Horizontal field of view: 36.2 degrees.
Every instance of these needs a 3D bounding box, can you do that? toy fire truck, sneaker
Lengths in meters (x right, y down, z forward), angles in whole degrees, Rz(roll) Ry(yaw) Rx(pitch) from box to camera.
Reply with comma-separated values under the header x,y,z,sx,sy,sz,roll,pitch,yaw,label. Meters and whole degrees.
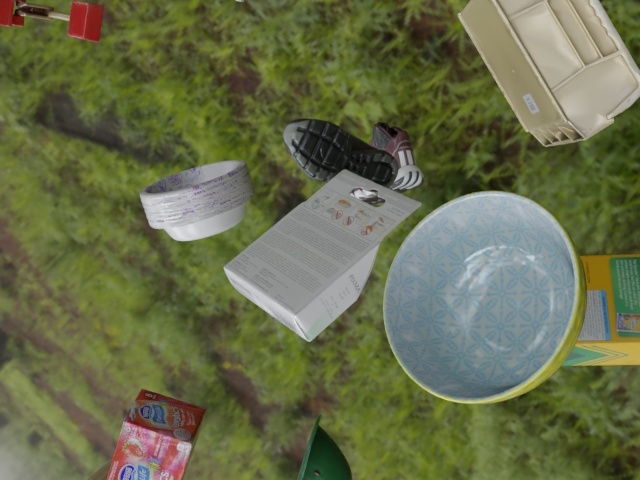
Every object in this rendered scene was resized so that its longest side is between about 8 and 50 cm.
x,y,z,sx,sy,sz,roll,pitch,yaw,label
-0.380,-0.297,1.257,0.135,0.047,0.192,-1,-164,-43,toy fire truck
0.020,-0.152,1.731,0.267,0.101,0.106,22,-171,-45,sneaker
0.126,-0.174,2.173,0.281,0.106,0.162,-19,76,56,sneaker

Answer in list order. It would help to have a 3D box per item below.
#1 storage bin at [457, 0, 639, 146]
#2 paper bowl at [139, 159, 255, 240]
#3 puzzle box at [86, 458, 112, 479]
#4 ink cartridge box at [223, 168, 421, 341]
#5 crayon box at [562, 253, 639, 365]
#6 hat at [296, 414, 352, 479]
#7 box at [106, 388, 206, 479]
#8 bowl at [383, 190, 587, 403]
x,y,z,sx,sy,sz,roll,pitch,yaw,label
0.329,-0.276,1.426,0.260,0.123,0.262,58,-178,-3,storage bin
-0.304,-0.096,2.500,0.284,0.284,0.148,9,119,60,paper bowl
-0.564,0.610,1.882,0.052,0.409,0.272,45,139,5,puzzle box
0.007,0.012,1.284,0.181,0.225,0.056,30,153,50,ink cartridge box
0.516,0.130,1.843,0.323,0.203,0.083,-2,142,11,crayon box
0.052,0.440,1.799,0.184,0.173,0.208,18,131,3,hat
-0.306,0.412,1.752,0.128,0.256,0.122,18,-158,-2,box
0.246,0.092,1.353,0.289,0.289,0.156,27,180,39,bowl
